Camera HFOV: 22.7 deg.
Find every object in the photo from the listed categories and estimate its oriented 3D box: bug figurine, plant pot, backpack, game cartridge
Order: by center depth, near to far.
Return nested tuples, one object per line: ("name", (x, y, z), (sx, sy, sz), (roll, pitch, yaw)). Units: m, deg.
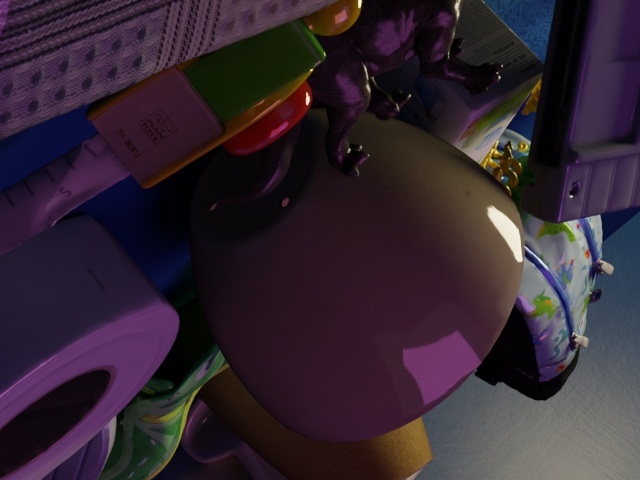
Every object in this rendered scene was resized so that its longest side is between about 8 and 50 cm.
("plant pot", (0.000, 0.000, 1.325), (0.284, 0.284, 0.191), (-43, 131, 6))
("game cartridge", (0.294, -0.199, 1.413), (0.230, 0.068, 0.355), (-9, 115, -39))
("bug figurine", (0.193, -0.063, 1.534), (0.216, 0.072, 0.279), (-58, 180, -30))
("plant pot", (0.004, 0.170, 1.751), (0.237, 0.254, 0.237), (-36, 172, -6))
("backpack", (0.209, 0.022, 1.936), (0.273, 0.290, 0.355), (-51, 159, 3))

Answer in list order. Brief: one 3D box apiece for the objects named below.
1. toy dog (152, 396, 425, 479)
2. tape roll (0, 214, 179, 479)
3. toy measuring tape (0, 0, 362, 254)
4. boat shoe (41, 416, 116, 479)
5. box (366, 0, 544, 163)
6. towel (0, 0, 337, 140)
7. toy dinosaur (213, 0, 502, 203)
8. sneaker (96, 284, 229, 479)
("toy dog", (-0.035, 0.328, 2.148), (0.395, 0.284, 0.408), (-46, 168, 18))
("tape roll", (-0.248, 0.111, 1.251), (0.286, 0.100, 0.286), (-38, 166, -12))
("toy measuring tape", (-0.111, -0.085, 1.040), (0.330, 0.121, 0.121), (-30, 171, 19))
("boat shoe", (-0.271, 0.205, 1.532), (0.094, 0.109, 0.302), (-81, -162, -44))
("box", (0.105, -0.116, 1.503), (0.114, 0.103, 0.203), (-32, 163, -37))
("towel", (-0.051, -0.218, 0.773), (0.324, 0.056, 0.312), (-28, 145, -41))
("toy dinosaur", (0.029, -0.151, 1.187), (0.313, 0.160, 0.121), (-32, -148, 12))
("sneaker", (-0.169, 0.136, 1.579), (0.295, 0.109, 0.123), (-52, 154, 16))
